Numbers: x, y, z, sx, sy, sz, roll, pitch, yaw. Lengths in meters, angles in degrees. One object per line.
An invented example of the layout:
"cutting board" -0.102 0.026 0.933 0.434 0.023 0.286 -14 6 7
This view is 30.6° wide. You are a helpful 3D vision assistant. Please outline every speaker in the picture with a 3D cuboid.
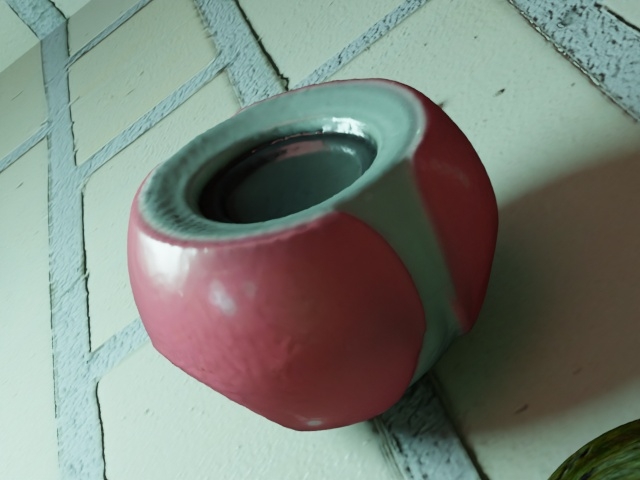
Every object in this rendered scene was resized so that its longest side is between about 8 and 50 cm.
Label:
"speaker" 0.000 0.000 0.928 0.294 0.294 0.294 -29 32 20

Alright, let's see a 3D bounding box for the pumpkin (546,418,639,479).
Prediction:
"pumpkin" 0.205 0.134 0.608 0.312 0.169 0.148 -4 48 46
